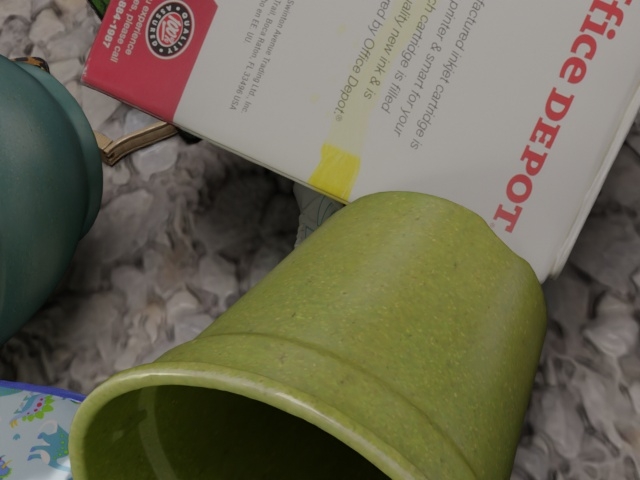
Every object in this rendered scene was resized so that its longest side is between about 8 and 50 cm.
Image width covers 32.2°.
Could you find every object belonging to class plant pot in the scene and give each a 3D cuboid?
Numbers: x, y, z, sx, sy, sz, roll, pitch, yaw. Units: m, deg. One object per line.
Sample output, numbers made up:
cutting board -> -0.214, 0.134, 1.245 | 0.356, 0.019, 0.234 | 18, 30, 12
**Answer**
plant pot -> -0.305, -0.044, 0.907 | 0.293, 0.293, 0.196 | 22, 29, 27
plant pot -> 0.026, 0.108, 0.718 | 0.276, 0.276, 0.254 | 15, 42, 22

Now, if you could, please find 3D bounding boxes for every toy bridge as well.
toy bridge -> -0.149, -0.140, 1.104 | 0.063, 0.026, 0.188 | 28, 59, 27

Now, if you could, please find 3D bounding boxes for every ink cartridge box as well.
ink cartridge box -> 0.057, -0.166, 0.855 | 0.385, 0.160, 0.279 | 26, 97, 10

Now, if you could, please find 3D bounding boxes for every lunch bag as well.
lunch bag -> -0.219, 0.173, 0.793 | 0.151, 0.096, 0.129 | 15, 53, 10

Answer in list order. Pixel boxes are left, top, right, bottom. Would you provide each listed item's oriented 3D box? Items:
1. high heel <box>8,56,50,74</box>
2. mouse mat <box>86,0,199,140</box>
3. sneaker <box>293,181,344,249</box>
high heel -> -0.407, -0.147, 1.110 | 0.261, 0.093, 0.186 | 24, 59, 12
mouse mat -> -0.124, -0.210, 1.086 | 0.152, 0.189, 0.007 | -38, 9, -22
sneaker -> 0.000, 0.000, 0.934 | 0.061, 0.053, 0.152 | -23, 49, -6
